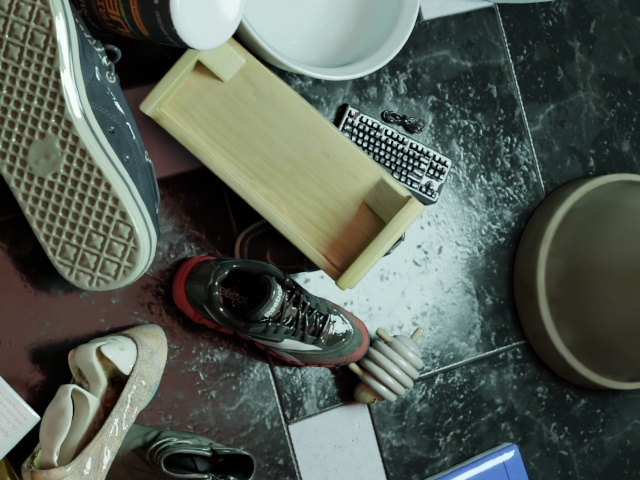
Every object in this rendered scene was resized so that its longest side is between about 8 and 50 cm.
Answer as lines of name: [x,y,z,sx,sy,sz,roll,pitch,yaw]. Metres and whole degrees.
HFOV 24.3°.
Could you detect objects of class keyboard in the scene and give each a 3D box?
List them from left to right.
keyboard: [0.104,-0.132,2.067,0.180,0.023,0.108,26,76,-22]

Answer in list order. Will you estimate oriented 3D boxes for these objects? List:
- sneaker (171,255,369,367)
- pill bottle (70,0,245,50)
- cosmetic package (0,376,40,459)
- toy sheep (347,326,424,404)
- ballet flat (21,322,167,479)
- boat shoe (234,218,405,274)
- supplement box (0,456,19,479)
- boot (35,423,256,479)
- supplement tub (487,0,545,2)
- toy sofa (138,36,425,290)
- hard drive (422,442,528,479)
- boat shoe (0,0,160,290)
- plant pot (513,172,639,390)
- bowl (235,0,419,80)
sneaker: [-0.051,0.095,1.910,0.276,0.135,0.097,23,77,-17]
pill bottle: [-0.219,-0.309,1.805,0.130,0.246,0.130,-20,117,-46]
cosmetic package: [-0.454,0.216,1.718,0.184,0.151,0.151,-45,104,-21]
toy sheep: [0.093,0.168,2.009,0.091,0.091,0.132,40,90,-17]
ballet flat: [-0.267,0.188,1.765,0.316,0.108,0.106,-73,145,-45]
boat shoe: [0.000,0.000,1.982,0.233,0.079,0.084,-5,91,-23]
supplement box: [-0.373,0.312,1.700,0.078,0.233,0.080,-33,103,-11]
boot: [-0.214,0.261,1.820,0.247,0.161,0.083,5,84,-24]
supplement tub: [0.303,-0.504,2.068,0.228,0.228,0.316,-5,88,-25]
toy sofa: [-0.048,-0.107,1.900,0.362,0.177,0.150,41,93,-1]
hard drive: [0.166,0.436,2.049,0.319,0.040,0.210,-20,95,-24]
boat shoe: [-0.332,-0.180,1.788,0.187,0.156,0.500,-21,103,15]
plant pot: [0.478,0.056,2.087,0.323,0.280,0.323,1,87,-24]
bowl: [-0.027,-0.340,1.950,0.298,0.134,0.297,6,78,-28]
